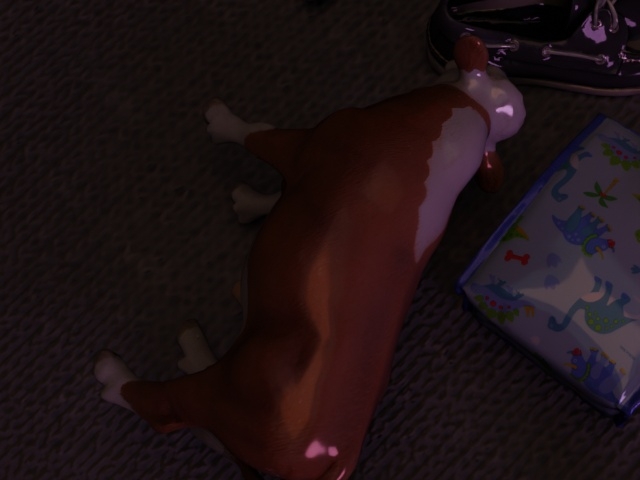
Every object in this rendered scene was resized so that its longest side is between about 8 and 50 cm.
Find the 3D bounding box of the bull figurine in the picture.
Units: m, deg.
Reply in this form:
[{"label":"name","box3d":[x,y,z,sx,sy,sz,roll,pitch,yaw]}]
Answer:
[{"label":"bull figurine","box3d":[0.000,0.000,0.660,0.188,0.101,0.310,6,61,34]}]

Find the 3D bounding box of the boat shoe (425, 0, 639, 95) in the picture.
[{"label":"boat shoe","box3d":[0.174,-0.143,0.739,0.206,0.065,0.075,-1,70,4]}]

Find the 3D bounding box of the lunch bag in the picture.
[{"label":"lunch bag","box3d":[0.175,0.014,0.666,0.129,0.096,0.151,37,87,16]}]
